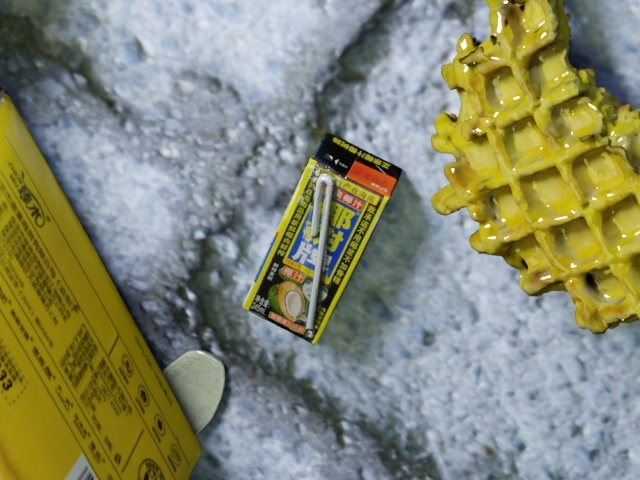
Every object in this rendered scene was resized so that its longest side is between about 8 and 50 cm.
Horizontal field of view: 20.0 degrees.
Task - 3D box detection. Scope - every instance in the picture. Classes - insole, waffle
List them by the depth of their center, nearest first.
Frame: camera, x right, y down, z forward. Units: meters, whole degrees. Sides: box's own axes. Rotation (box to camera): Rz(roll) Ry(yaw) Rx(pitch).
[{"bbox_3d":[0.205,-0.048,1.292,0.293,0.069,0.260,29,125,15],"label":"waffle"},{"bbox_3d":[-0.134,0.164,1.637,0.063,0.010,0.192,28,128,1],"label":"insole"}]

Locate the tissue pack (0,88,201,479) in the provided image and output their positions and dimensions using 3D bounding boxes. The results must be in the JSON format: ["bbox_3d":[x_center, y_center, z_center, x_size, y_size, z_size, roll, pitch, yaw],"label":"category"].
[{"bbox_3d":[-0.292,0.118,1.474,0.228,0.293,0.382,-15,115,22],"label":"tissue pack"}]

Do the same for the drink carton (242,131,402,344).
[{"bbox_3d":[0.000,0.000,1.442,0.071,0.056,0.166,25,128,0],"label":"drink carton"}]
